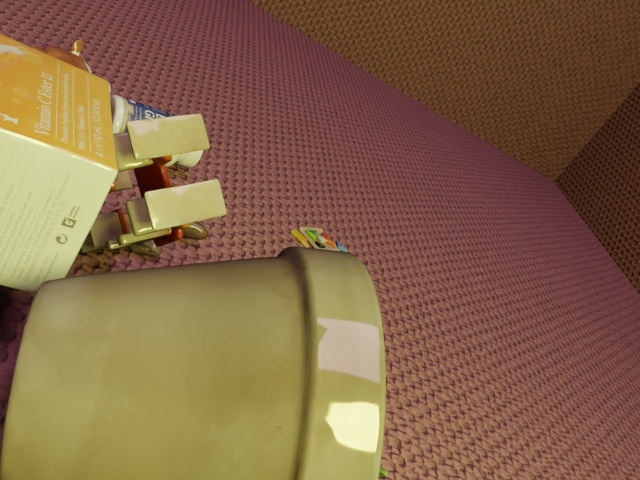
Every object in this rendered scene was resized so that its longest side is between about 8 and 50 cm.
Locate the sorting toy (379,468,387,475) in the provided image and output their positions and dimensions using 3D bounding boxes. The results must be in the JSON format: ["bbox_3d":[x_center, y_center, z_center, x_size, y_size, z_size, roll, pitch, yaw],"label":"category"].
[{"bbox_3d":[0.049,0.285,0.903,0.083,0.012,0.062,39,21,14],"label":"sorting toy"}]

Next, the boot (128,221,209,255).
[{"bbox_3d":[-0.227,-0.003,1.031,0.106,0.037,0.114,18,25,-6],"label":"boot"}]

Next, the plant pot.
[{"bbox_3d":[-0.126,0.151,0.638,0.280,0.323,0.323,8,33,-15],"label":"plant pot"}]

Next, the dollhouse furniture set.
[{"bbox_3d":[-0.195,-0.017,0.859,0.135,0.262,0.259,-15,92,-35],"label":"dollhouse furniture set"}]

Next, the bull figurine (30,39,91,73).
[{"bbox_3d":[-0.441,-0.249,1.120,0.188,0.101,0.310,3,36,-40],"label":"bull figurine"}]

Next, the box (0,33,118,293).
[{"bbox_3d":[-0.392,-0.113,0.658,0.345,0.168,0.215,20,27,-31],"label":"box"}]

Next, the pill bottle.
[{"bbox_3d":[-0.290,-0.181,1.189,0.169,0.094,0.094,14,33,-37],"label":"pill bottle"}]

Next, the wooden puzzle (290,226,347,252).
[{"bbox_3d":[0.000,0.000,1.330,0.116,0.014,0.078,-3,45,-53],"label":"wooden puzzle"}]
